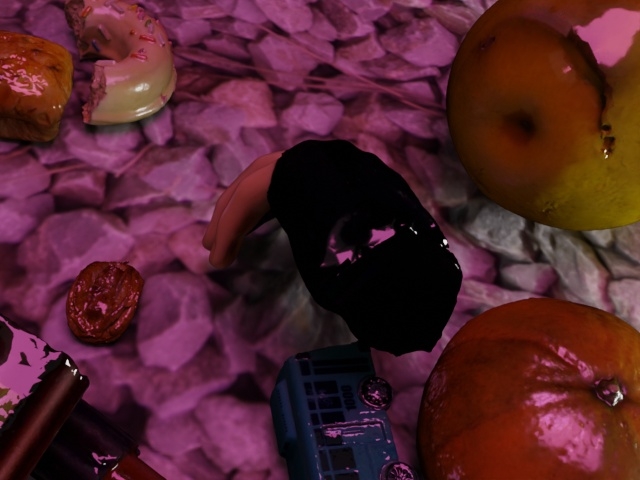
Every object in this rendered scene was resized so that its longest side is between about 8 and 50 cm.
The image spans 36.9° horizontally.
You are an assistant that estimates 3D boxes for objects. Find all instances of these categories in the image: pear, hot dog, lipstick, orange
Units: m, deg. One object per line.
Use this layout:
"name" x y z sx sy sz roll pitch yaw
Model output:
"pear" 0.277 -0.158 0.979 0.285 0.285 0.336 27 36 6
"hot dog" -0.184 0.049 0.822 0.058 0.035 0.083 14 49 0
"lipstick" -0.226 0.124 0.718 0.300 0.081 0.081 34 51 15
"orange" 0.190 0.152 0.757 0.240 0.171 0.240 8 49 -9

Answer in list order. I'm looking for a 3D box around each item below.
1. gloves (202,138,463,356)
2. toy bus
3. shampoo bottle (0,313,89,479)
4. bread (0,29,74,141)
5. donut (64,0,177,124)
"gloves" 0.007 -0.004 0.812 0.301 0.197 0.152 16 68 51
"toy bus" 0.014 0.164 0.758 0.092 0.079 0.160 -1 53 -17
"shampoo bottle" -0.284 0.190 0.592 0.129 0.084 0.323 28 66 11
"bread" -0.345 -0.160 0.918 0.211 0.083 0.114 8 46 -12
"donut" -0.202 -0.192 0.993 0.108 0.065 0.166 -5 54 -20
